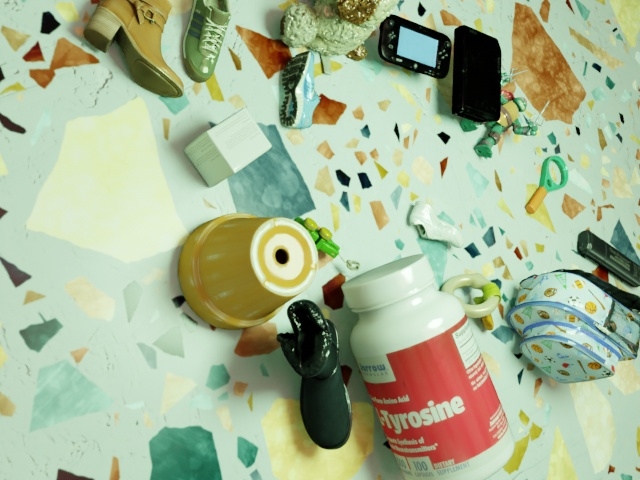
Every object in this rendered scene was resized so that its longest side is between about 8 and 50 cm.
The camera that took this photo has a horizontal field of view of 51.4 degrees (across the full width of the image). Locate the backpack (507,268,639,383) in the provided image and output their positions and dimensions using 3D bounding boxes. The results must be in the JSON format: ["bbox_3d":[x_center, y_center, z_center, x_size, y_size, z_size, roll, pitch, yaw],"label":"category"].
[{"bbox_3d":[0.577,0.199,1.557,0.263,0.276,0.213,42,56,-6],"label":"backpack"}]

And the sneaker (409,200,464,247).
[{"bbox_3d":[0.257,-0.022,1.493,0.152,0.054,0.061,36,70,-17],"label":"sneaker"}]

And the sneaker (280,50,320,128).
[{"bbox_3d":[-0.035,-0.301,1.341,0.073,0.063,0.162,12,86,-47],"label":"sneaker"}]

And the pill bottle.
[{"bbox_3d":[0.195,0.243,1.270,0.229,0.229,0.407,-24,93,-37],"label":"pill bottle"}]

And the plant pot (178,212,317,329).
[{"bbox_3d":[-0.108,0.042,1.123,0.205,0.188,0.205,9,74,-34],"label":"plant pot"}]

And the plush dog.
[{"bbox_3d":[0.073,-0.476,1.351,0.211,0.225,0.262,40,59,-22],"label":"plush dog"}]

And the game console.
[{"bbox_3d":[0.278,-0.403,1.516,0.362,0.044,0.213,9,79,-31],"label":"game console"}]

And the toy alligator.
[{"bbox_3d":[0.000,0.000,1.300,0.190,0.056,0.051,32,22,-26],"label":"toy alligator"}]

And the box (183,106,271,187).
[{"bbox_3d":[-0.165,-0.165,1.184,0.101,0.102,0.087,-42,102,-35],"label":"box"}]

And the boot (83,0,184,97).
[{"bbox_3d":[-0.293,-0.356,1.158,0.197,0.073,0.152,39,55,-26],"label":"boot"}]

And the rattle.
[{"bbox_3d":[0.299,0.161,1.489,0.200,0.142,0.130,-23,61,-22],"label":"rattle"}]

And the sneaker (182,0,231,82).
[{"bbox_3d":[-0.203,-0.393,1.219,0.064,0.086,0.192,14,72,-33],"label":"sneaker"}]

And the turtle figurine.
[{"bbox_3d":[0.466,-0.315,1.667,0.234,0.118,0.175,-38,83,-19],"label":"turtle figurine"}]

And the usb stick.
[{"bbox_3d":[0.826,0.054,1.886,0.278,0.045,0.077,27,58,-28],"label":"usb stick"}]

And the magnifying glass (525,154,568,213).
[{"bbox_3d":[0.610,-0.148,1.789,0.231,0.026,0.092,-46,107,-33],"label":"magnifying glass"}]

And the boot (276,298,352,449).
[{"bbox_3d":[-0.009,0.236,1.140,0.207,0.094,0.246,55,30,-72],"label":"boot"}]
